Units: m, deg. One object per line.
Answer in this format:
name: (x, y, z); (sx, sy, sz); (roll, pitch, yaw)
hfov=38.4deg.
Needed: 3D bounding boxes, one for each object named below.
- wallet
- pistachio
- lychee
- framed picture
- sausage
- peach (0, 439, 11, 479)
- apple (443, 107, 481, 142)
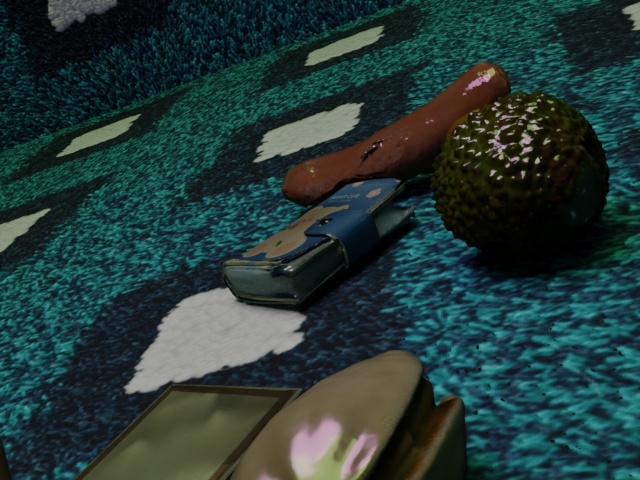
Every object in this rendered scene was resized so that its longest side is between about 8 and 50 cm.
wallet: (0.000, 0.001, 1.028); (0.202, 0.059, 0.141); (-34, 17, -32)
pistachio: (0.019, 0.148, 0.557); (0.223, 0.126, 0.152); (-46, -5, -47)
lychee: (0.181, -0.059, 0.855); (0.171, 0.171, 0.171); (-20, 21, 8)
framed picture: (-0.136, 0.192, 0.763); (0.173, 0.010, 0.231); (-5, 27, 40)
sausage: (0.091, -0.113, 1.130); (0.326, 0.087, 0.079); (-28, -17, 25)
peach: (-0.367, 0.204, 0.652); (0.292, 0.247, 0.292); (-1, 15, 0)
apple: (0.188, -0.096, 1.016); (0.102, 0.099, 0.114); (-8, 21, 27)
